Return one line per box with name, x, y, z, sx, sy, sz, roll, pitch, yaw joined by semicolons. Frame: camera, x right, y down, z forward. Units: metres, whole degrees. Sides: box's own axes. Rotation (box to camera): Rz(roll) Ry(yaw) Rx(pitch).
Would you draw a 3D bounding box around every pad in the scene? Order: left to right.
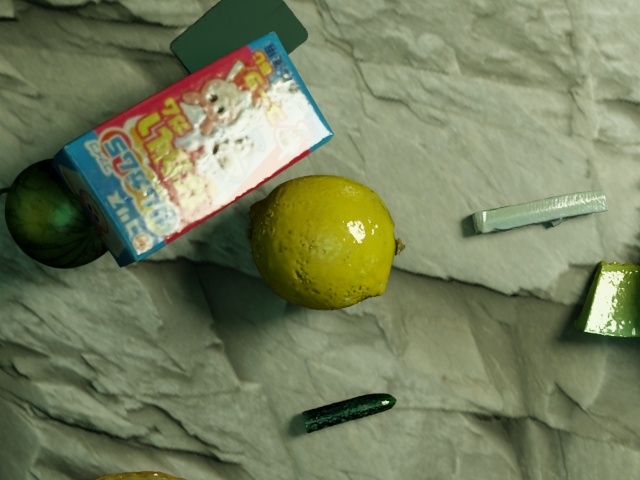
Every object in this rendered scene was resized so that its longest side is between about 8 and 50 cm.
pad;-0.107;-0.265;1.082;0.157;0.003;0.112;-38;96;4

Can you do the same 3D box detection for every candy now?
candy;-0.150;-0.113;0.992;0.306;0.100;0.157;-34;100;-22

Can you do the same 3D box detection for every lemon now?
lemon;0.000;0.000;1.035;0.206;0.173;0.174;16;97;13

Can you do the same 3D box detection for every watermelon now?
watermelon;-0.342;-0.043;1.049;0.187;0.140;0.141;28;98;34

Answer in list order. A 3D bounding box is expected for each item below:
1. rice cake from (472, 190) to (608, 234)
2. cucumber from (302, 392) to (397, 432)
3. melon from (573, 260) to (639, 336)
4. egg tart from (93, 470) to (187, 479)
rice cake;0.296;-0.035;1.100;0.180;0.030;0.042;-11;92;1
cucumber;0.041;0.236;1.134;0.133;0.032;0.032;-15;97;3
melon;0.472;0.072;1.119;0.261;0.053;0.114;-9;79;-3
egg tart;-0.257;0.493;1.109;0.339;0.153;0.352;-24;96;6
